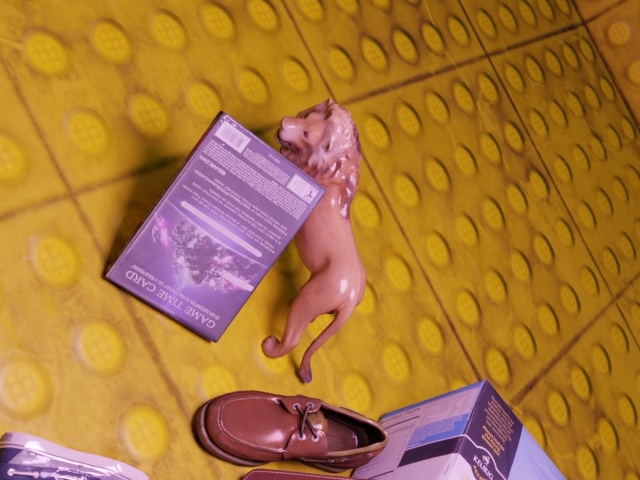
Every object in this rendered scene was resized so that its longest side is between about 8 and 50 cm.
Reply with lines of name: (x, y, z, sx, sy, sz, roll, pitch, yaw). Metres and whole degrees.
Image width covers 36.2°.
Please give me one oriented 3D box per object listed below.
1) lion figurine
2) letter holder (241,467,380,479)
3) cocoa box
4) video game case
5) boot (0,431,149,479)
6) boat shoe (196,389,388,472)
lion figurine: (0.000, 0.000, 1.485, 0.142, 0.240, 0.392, -3, 72, -48)
letter holder: (-0.039, 0.469, 1.270, 0.302, 0.214, 0.152, -69, 153, -43)
cocoa box: (0.237, 0.432, 1.503, 0.347, 0.231, 0.228, 51, 40, -14)
video game case: (-0.142, -0.014, 1.363, 0.196, 0.274, 0.026, 36, 2, -28)
boot: (-0.295, 0.292, 1.144, 0.190, 0.069, 0.086, 24, 59, -27)
boat shoe: (-0.032, 0.265, 1.406, 0.307, 0.104, 0.111, 16, 58, -42)
